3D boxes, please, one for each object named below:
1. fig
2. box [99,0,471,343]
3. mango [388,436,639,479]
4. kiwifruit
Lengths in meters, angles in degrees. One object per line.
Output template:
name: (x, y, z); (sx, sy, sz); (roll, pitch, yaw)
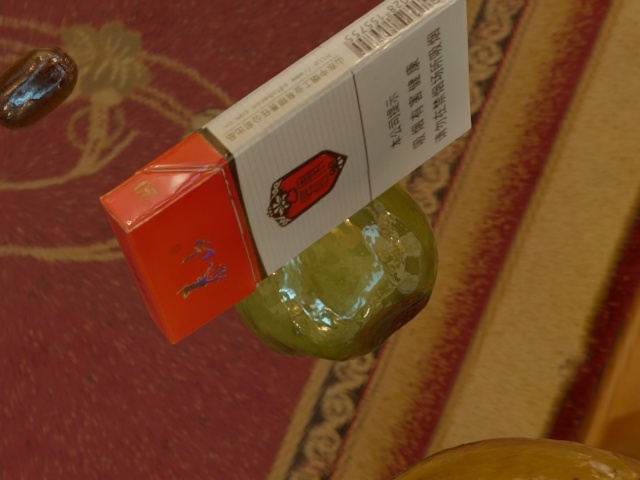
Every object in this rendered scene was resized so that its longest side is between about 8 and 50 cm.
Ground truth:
fig: (0.000, 0.000, 1.562); (0.239, 0.239, 0.271); (-32, 119, -11)
box: (-0.011, -0.048, 0.836); (0.245, 0.139, 0.035); (-36, 61, -16)
mango: (0.105, 0.199, 0.803); (0.317, 0.119, 0.176); (-15, 108, 32)
kiwifruit: (-0.341, -0.180, 1.654); (0.124, 0.075, 0.075); (-40, 102, 20)
